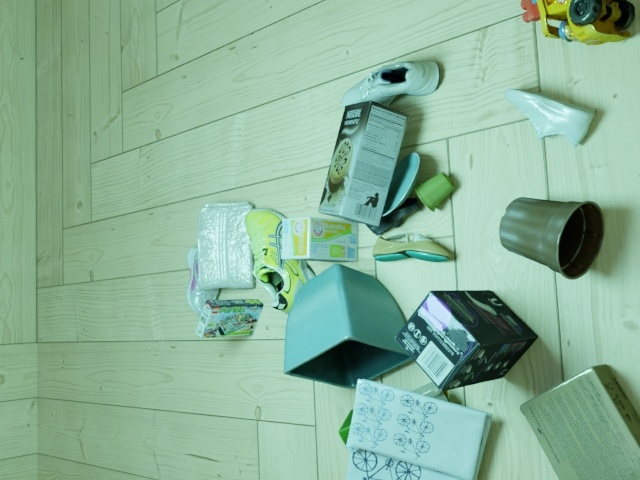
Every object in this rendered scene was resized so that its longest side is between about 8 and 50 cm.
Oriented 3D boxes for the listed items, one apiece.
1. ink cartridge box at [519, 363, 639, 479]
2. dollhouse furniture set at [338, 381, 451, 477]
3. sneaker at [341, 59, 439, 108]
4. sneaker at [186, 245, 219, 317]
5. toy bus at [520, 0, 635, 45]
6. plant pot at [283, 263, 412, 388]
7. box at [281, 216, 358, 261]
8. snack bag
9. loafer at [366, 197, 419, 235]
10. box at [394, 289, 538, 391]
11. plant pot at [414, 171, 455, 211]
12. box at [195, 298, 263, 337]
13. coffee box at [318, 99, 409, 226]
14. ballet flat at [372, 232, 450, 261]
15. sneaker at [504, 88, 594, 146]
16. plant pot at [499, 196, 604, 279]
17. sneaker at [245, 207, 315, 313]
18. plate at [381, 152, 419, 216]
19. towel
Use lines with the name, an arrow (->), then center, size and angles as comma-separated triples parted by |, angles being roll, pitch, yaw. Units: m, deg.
ink cartridge box -> 0.557, 0.401, 1.420 | 0.193, 0.088, 0.235 | -42, 62, 34
dollhouse furniture set -> 0.228, 0.480, 1.735 | 0.301, 0.151, 0.198 | -30, 88, 19
sneaker -> 0.161, -0.411, 1.808 | 0.297, 0.129, 0.111 | -16, 78, 42
sneaker -> -0.376, 0.133, 2.286 | 0.111, 0.103, 0.252 | -16, 77, 43
toy bus -> 0.530, -0.502, 1.476 | 0.211, 0.149, 0.220 | -21, 76, 54
plant pot -> 0.061, 0.209, 1.796 | 0.247, 0.248, 0.252 | -35, 49, 36
box -> 0.000, 0.000, 1.879 | 0.103, 0.203, 0.114 | -3, 85, 42
snack bag -> 0.213, 0.524, 1.646 | 0.323, 0.037, 0.343 | 13, 101, 15
loafer -> 0.194, -0.062, 1.813 | 0.170, 0.062, 0.061 | -21, 112, 41
box -> 0.324, 0.212, 1.521 | 0.165, 0.270, 0.143 | 50, 119, 33
plant pot -> 0.288, -0.128, 1.715 | 0.079, 0.083, 0.083 | -39, 62, 21
box -> -0.276, 0.237, 2.116 | 0.036, 0.207, 0.114 | 33, 109, 39
coffee box -> 0.107, -0.198, 1.790 | 0.168, 0.118, 0.297 | 13, 88, 69
ballet flat -> 0.228, 0.014, 1.758 | 0.232, 0.080, 0.073 | -1, 72, 41
sneaker -> 0.492, -0.275, 1.537 | 0.212, 0.080, 0.094 | 34, 122, 37
plant pot -> 0.484, -0.017, 1.473 | 0.165, 0.167, 0.167 | 19, 101, 49
sneaker -> -0.136, 0.047, 2.041 | 0.145, 0.147, 0.385 | -52, 55, 29
plate -> 0.203, -0.138, 1.768 | 0.188, 0.024, 0.188 | -53, 18, 25
towel -> -0.299, 0.017, 2.207 | 0.187, 0.049, 0.282 | -3, 86, 12
